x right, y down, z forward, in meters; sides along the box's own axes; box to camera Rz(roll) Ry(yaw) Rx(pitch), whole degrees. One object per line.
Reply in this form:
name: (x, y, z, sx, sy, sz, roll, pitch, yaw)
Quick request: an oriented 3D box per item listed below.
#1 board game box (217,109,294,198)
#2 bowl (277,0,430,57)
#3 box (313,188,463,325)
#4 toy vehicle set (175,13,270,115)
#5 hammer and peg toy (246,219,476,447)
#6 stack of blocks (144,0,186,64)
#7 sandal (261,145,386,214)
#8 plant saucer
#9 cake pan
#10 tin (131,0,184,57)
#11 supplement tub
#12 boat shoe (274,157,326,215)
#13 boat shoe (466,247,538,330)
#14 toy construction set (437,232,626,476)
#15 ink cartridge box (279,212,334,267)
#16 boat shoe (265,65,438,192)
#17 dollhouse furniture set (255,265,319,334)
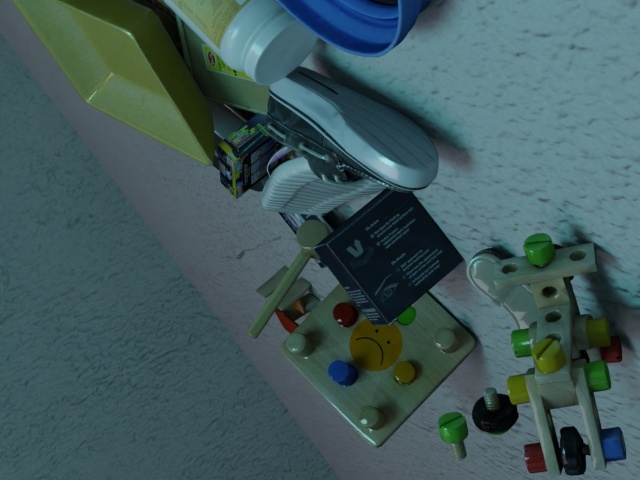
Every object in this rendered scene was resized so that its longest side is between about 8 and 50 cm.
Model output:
board game box: (-0.107, -0.157, 1.984, 0.048, 0.141, 0.170, 46, 164, 11)
bowl: (-0.016, -0.388, 1.305, 0.391, 0.077, 0.391, 46, 165, 17)
box: (0.103, 0.022, 1.778, 0.158, 0.156, 0.093, 52, 166, -5)
toy vehicle set: (-0.129, -0.283, 1.800, 0.166, 0.035, 0.267, 16, 158, 6)
hammer and peg toy: (0.057, 0.152, 2.022, 0.361, 0.266, 0.127, 43, -178, 22)
stack of blocks: (-0.303, -0.432, 1.886, 0.297, 0.087, 0.171, 38, 164, 0)
sandal: (-0.009, -0.117, 1.856, 0.416, 0.169, 0.102, 159, 114, -68)
plant saucer: (-0.321, -0.296, 1.864, 0.333, 0.081, 0.332, 28, 161, 32)
cake pan: (-0.189, -0.193, 2.191, 0.293, 0.054, 0.293, 37, 168, 9)
tin: (-0.290, -0.350, 1.862, 0.190, 0.040, 0.106, 33, 159, 19)
supplement tub: (-0.109, -0.323, 1.594, 0.199, 0.144, 0.144, 46, 164, 16)
boat shoe: (-0.029, -0.102, 2.074, 0.137, 0.049, 0.043, 47, 161, 6)
boat shoe: (0.291, 0.088, 1.619, 0.206, 0.075, 0.065, 45, -152, 1)
toy construction set: (0.314, 0.125, 1.366, 0.309, 0.257, 0.237, 8, 126, 39)
ink cartridge box: (0.000, 0.000, 2.193, 0.208, 0.045, 0.206, 50, 173, -1)
boat shoe: (0.039, -0.132, 1.599, 0.335, 0.121, 0.119, 41, 127, 45)
dollhouse furniture set: (-0.027, 0.228, 2.676, 0.259, 0.135, 0.262, 33, 157, 49)
